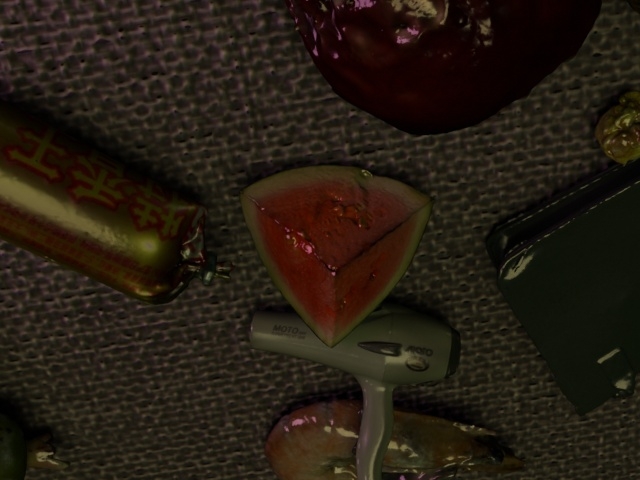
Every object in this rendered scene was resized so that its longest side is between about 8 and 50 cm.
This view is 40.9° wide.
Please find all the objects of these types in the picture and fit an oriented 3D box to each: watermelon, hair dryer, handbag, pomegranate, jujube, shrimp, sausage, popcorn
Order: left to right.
[{"bbox_3d":[-0.367,0.247,0.971,0.162,0.122,0.122,3,121,-36],"label":"pomegranate"},{"bbox_3d":[-0.229,-0.027,0.826,0.317,0.125,0.117,28,153,-17],"label":"sausage"},{"bbox_3d":[0.002,-0.003,0.881,0.145,0.137,0.193,38,103,25],"label":"watermelon"},{"bbox_3d":[0.008,0.178,0.945,0.229,0.092,0.267,24,88,2],"label":"hair dryer"},{"bbox_3d":[0.090,0.268,1.044,0.317,0.077,0.168,9,126,-5],"label":"shrimp"},{"bbox_3d":[0.079,-0.262,0.674,0.259,0.258,0.376,-20,124,5],"label":"jujube"},{"bbox_3d":[0.338,0.045,0.940,0.248,0.079,0.260,-30,117,11],"label":"handbag"},{"bbox_3d":[0.313,-0.116,0.865,0.083,0.068,0.059,-51,136,-16],"label":"popcorn"}]

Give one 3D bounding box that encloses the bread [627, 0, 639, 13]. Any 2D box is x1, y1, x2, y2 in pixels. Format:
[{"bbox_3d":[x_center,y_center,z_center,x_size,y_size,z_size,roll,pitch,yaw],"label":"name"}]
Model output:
[{"bbox_3d":[0.249,-0.243,0.665,0.084,0.368,0.077,37,106,27],"label":"bread"}]
